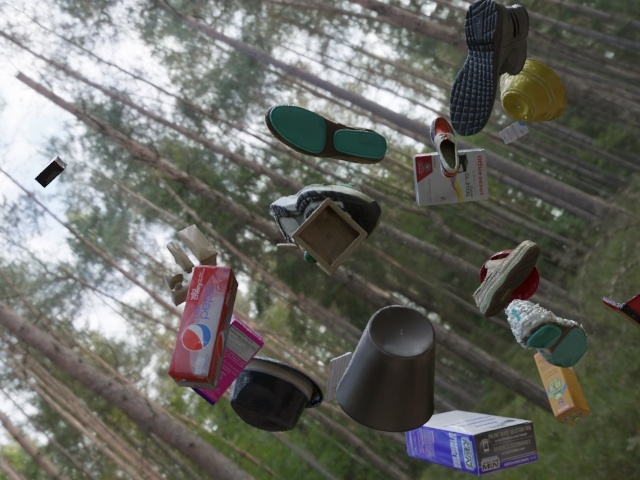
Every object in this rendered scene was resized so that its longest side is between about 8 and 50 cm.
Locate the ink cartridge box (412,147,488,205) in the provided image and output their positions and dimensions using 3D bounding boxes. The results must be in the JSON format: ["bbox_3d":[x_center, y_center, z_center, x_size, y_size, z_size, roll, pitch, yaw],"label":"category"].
[{"bbox_3d":[0.324,-0.159,1.808,0.072,0.175,0.127,-75,-21,-81],"label":"ink cartridge box"}]

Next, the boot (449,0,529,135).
[{"bbox_3d":[0.443,-0.427,1.824,0.223,0.118,0.338,-9,-65,-50],"label":"boot"}]

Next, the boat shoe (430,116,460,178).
[{"bbox_3d":[0.258,-0.196,1.496,0.043,0.049,0.137,77,-175,-74],"label":"boat shoe"}]

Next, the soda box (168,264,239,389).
[{"bbox_3d":[-0.251,0.186,1.587,0.083,0.092,0.263,76,-161,-58],"label":"soda box"}]

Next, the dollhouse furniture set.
[{"bbox_3d":[-0.382,0.071,2.046,0.144,0.123,0.151,-29,-30,-26],"label":"dollhouse furniture set"}]

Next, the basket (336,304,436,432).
[{"bbox_3d":[0.143,0.247,1.416,0.154,0.205,0.226,-76,-5,-45],"label":"basket"}]

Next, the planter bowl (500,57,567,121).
[{"bbox_3d":[0.591,-0.411,2.101,0.090,0.217,0.217,-43,-32,-23],"label":"planter bowl"}]

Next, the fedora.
[{"bbox_3d":[-0.162,0.483,2.216,0.334,0.334,0.152,77,-155,-53],"label":"fedora"}]

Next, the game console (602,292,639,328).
[{"bbox_3d":[0.739,0.153,1.643,0.085,0.144,0.124,-56,16,2],"label":"game console"}]

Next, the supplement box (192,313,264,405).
[{"bbox_3d":[-0.266,0.327,2.004,0.220,0.114,0.111,-49,8,-5],"label":"supplement box"}]

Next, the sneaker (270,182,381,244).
[{"bbox_3d":[0.033,-0.091,1.689,0.182,0.410,0.158,-38,-71,-23],"label":"sneaker"}]

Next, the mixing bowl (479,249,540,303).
[{"bbox_3d":[0.597,0.098,2.280,0.098,0.182,0.181,-55,-18,-58],"label":"mixing bowl"}]

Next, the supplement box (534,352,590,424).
[{"bbox_3d":[0.728,0.433,2.199,0.080,0.233,0.078,27,-55,-29],"label":"supplement box"}]

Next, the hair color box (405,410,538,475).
[{"bbox_3d":[0.386,0.526,1.915,0.185,0.339,0.110,-5,-97,-24],"label":"hair color box"}]

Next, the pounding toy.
[{"bbox_3d":[0.000,0.000,1.498,0.141,0.130,0.100,-47,-5,-5],"label":"pounding toy"}]

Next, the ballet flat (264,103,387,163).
[{"bbox_3d":[0.001,-0.256,1.824,0.343,0.124,0.116,8,-98,-26],"label":"ballet flat"}]

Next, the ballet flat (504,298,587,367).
[{"bbox_3d":[0.625,0.244,2.011,0.409,0.147,0.147,31,-89,-50],"label":"ballet flat"}]

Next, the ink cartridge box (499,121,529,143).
[{"bbox_3d":[0.625,-0.350,2.349,0.083,0.048,0.028,-30,-5,10],"label":"ink cartridge box"}]

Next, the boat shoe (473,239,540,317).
[{"bbox_3d":[0.342,0.062,1.379,0.068,0.072,0.190,-6,-43,-37],"label":"boat shoe"}]

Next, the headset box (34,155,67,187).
[{"bbox_3d":[-0.594,-0.151,1.598,0.062,0.083,0.032,-44,-69,-1],"label":"headset box"}]

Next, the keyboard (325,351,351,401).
[{"bbox_3d":[0.054,0.427,2.251,0.072,0.014,0.256,-24,-35,-22],"label":"keyboard"}]
